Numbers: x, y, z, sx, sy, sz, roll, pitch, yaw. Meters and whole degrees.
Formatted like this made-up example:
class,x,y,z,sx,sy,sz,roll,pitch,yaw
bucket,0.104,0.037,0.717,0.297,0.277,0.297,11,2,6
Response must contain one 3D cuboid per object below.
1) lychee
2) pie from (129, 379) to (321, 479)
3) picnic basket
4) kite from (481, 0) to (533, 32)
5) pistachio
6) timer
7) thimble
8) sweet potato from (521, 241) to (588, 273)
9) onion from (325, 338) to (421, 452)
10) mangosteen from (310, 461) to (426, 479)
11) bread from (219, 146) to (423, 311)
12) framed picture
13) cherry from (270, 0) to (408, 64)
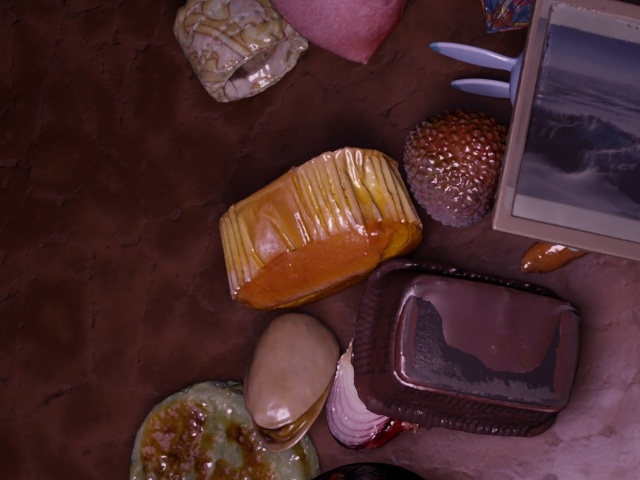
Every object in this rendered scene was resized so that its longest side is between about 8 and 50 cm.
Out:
class,x,y,z,sx,sy,sz,roll,pitch,yaw
lychee,0.201,-0.096,1.688,0.197,0.165,0.165,34,93,21
pie,-0.148,0.347,1.795,0.302,0.067,0.303,-4,78,20
picnic basket,0.196,0.139,1.592,0.296,0.129,0.223,11,81,-8
kite,0.287,-0.349,1.692,0.232,0.009,0.189,36,77,4
pistachio,-0.042,0.195,1.726,0.131,0.130,0.206,-7,46,19
timer,0.301,-0.233,1.684,0.255,0.175,0.175,40,96,33
thimble,-0.116,-0.314,1.867,0.190,0.137,0.143,-31,68,-2
sweet potato,0.355,-0.010,1.674,0.195,0.056,0.056,-35,70,7
onion,0.100,0.205,1.705,0.151,0.098,0.206,38,93,26
mangosteen,0.074,0.440,1.610,0.275,0.275,0.302,-23,105,16
bread,0.000,0.000,1.717,0.288,0.204,0.156,-26,70,24
framed picture,0.458,-0.122,1.564,0.446,0.028,0.326,11,85,-3
cherry,0.033,-0.390,1.772,0.239,0.239,0.206,60,145,19
